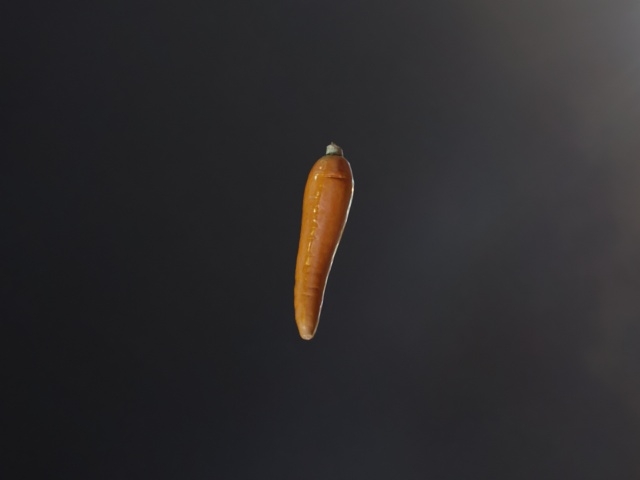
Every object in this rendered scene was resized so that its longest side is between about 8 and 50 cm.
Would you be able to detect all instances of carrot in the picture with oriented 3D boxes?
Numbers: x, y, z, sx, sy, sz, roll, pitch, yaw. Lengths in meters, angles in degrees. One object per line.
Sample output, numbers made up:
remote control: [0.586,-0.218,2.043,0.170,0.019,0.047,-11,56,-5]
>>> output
carrot: [0.000,0.000,1.342,0.035,0.035,0.142,21,-104,-46]
